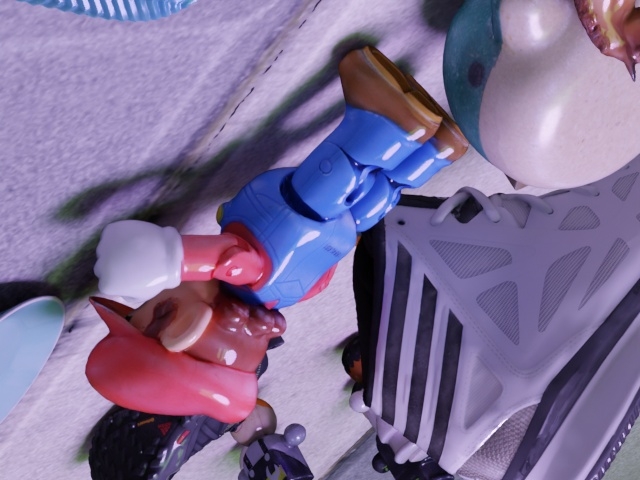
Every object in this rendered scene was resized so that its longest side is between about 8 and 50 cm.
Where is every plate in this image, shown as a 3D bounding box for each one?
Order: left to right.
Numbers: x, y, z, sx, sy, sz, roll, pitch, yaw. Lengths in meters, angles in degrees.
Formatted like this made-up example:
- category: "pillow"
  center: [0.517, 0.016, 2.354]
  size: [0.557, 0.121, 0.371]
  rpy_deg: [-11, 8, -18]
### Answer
- category: "plate"
  center: [-0.258, 0.107, 1.382]
  size: [0.188, 0.024, 0.188]
  rpy_deg: [-48, 168, -14]

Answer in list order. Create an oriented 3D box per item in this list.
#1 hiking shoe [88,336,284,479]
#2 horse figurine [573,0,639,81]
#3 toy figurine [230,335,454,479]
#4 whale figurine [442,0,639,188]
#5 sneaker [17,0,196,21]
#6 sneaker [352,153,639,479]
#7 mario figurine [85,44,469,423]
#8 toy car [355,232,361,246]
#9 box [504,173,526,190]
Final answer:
- category: "hiking shoe"
  center: [-0.116, 0.165, 1.688]
  size: [0.114, 0.086, 0.227]
  rpy_deg: [-4, 146, -46]
- category: "horse figurine"
  center: [0.171, -0.225, 1.132]
  size: [0.174, 0.066, 0.263]
  rpy_deg: [-39, 132, 23]
- category: "toy figurine"
  center: [0.014, 0.200, 1.893]
  size: [0.213, 0.148, 0.209]
  rpy_deg: [-28, 154, -3]
- category: "whale figurine"
  center: [0.178, -0.172, 1.298]
  size: [0.216, 0.141, 0.272]
  rpy_deg: [-5, 123, -44]
- category: "sneaker"
  center: [-0.155, -0.169, 0.857]
  size: [0.228, 0.092, 0.087]
  rpy_deg: [14, 137, -36]
- category: "sneaker"
  center: [0.182, -0.024, 1.477]
  size: [0.447, 0.257, 0.169]
  rpy_deg: [-57, 176, -21]
- category: "mario figurine"
  center: [-0.058, -0.013, 1.366]
  size: [0.320, 0.170, 0.198]
  rpy_deg: [-45, 122, 7]
- category: "toy car"
  center: [0.000, 0.000, 1.531]
  size: [0.122, 0.040, 0.060]
  rpy_deg: [-23, 159, -23]
- category: "box"
  center: [0.260, -0.130, 1.609]
  size: [0.225, 0.036, 0.136]
  rpy_deg: [-28, 160, -13]
